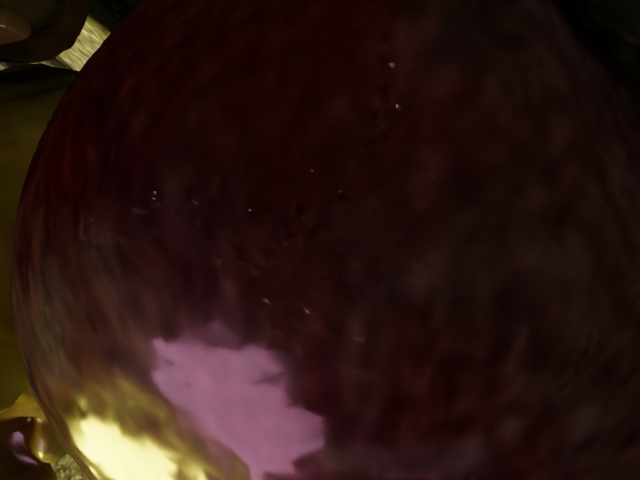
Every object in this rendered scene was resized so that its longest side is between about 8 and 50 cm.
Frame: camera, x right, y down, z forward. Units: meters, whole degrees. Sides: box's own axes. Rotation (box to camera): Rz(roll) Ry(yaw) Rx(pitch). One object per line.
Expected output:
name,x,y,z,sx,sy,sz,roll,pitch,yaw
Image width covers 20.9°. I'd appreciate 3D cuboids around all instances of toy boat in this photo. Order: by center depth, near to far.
toy boat,-0.196,-0.147,0.982,0.115,0.089,0.310,21,178,-18

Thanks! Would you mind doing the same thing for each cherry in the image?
cherry,0.015,0.013,0.542,0.230,0.203,0.300,37,159,16

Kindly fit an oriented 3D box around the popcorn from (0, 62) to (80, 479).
popcorn,-0.193,0.004,1.006,0.293,0.334,0.292,48,152,14
